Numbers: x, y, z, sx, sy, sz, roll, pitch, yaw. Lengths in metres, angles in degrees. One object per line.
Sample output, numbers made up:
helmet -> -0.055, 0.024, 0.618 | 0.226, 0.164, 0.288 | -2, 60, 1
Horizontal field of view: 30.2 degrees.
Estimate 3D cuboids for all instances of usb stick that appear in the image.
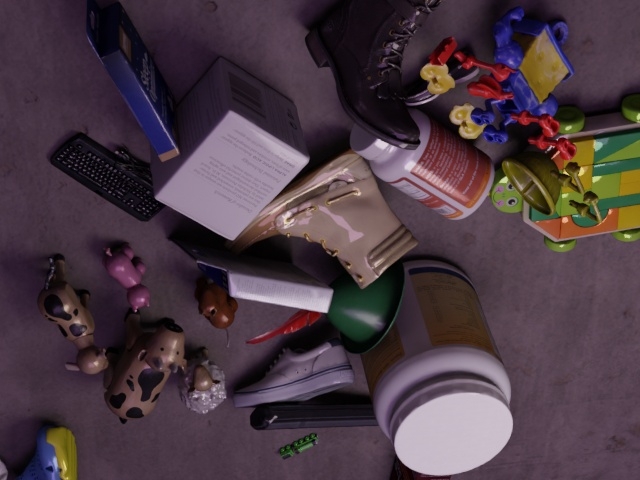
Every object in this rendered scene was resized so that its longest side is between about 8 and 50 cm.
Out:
usb stick -> 0.001, 0.320, 2.162 | 0.278, 0.045, 0.077 | 4, 160, -34

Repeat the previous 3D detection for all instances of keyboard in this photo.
keyboard -> -0.312, -0.095, 1.820 | 0.192, 0.038, 0.100 | 33, 116, -32

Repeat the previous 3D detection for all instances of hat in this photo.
hat -> 0.014, 0.080, 1.919 | 0.183, 0.209, 0.173 | 26, 144, -26

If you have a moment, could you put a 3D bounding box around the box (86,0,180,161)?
box -> -0.259, -0.234, 1.651 | 0.036, 0.136, 0.225 | -22, 130, 8

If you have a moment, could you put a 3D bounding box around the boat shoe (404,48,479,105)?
boat shoe -> 0.178, -0.246, 1.786 | 0.125, 0.046, 0.038 | -25, 129, 6

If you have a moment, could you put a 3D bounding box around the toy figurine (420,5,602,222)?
toy figurine -> 0.335, -0.221, 1.752 | 0.362, 0.191, 0.217 | 48, 67, -35

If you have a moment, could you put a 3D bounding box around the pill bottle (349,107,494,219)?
pill bottle -> 0.155, -0.128, 1.828 | 0.216, 0.121, 0.121 | 29, 118, -30

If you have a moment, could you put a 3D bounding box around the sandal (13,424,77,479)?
sandal -> -0.516, 0.465, 2.185 | 0.138, 0.126, 0.317 | 4, 126, -9

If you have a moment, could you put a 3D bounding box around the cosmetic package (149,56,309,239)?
cosmetic package -> -0.138, -0.134, 1.747 | 0.151, 0.151, 0.183 | 30, 119, -30

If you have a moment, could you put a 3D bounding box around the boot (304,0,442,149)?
boot -> 0.107, -0.283, 1.634 | 0.229, 0.263, 0.091 | -46, 161, 30

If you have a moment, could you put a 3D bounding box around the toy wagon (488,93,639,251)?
toy wagon -> 0.418, -0.096, 1.940 | 0.344, 0.068, 0.267 | -10, 130, -3

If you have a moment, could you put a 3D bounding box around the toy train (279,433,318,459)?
toy train -> -0.041, 0.397, 2.280 | 0.083, 0.024, 0.017 | -26, 129, 11

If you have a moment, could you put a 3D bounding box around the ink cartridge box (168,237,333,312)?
ink cartridge box -> -0.118, 0.055, 1.868 | 0.223, 0.223, 0.045 | 13, 95, -19

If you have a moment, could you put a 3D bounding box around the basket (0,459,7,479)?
basket -> -0.735, 0.453, 2.004 | 0.266, 0.331, 0.328 | -18, 130, 11

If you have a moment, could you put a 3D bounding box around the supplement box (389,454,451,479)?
supplement box -> 0.197, 0.436, 2.290 | 0.073, 0.130, 0.240 | 0, 128, -12

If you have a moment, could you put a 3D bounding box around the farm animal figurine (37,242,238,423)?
farm animal figurine -> -0.301, 0.176, 1.954 | 0.330, 0.172, 0.327 | 3, 128, -13

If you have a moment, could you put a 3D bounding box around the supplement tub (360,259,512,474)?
supplement tub -> 0.186, 0.209, 1.981 | 0.228, 0.316, 0.228 | -5, 130, -6

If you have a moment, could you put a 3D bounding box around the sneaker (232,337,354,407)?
sneaker -> -0.051, 0.239, 2.114 | 0.258, 0.091, 0.094 | -20, 160, 30

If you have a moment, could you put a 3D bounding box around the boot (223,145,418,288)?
boot -> 0.000, 0.000, 1.864 | 0.262, 0.095, 0.203 | -34, 98, 5
